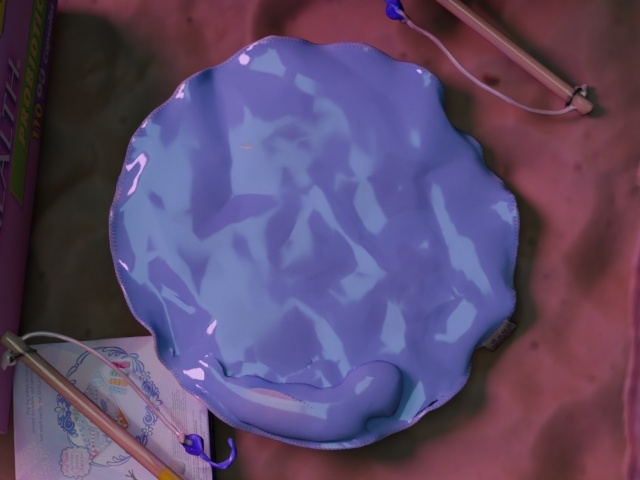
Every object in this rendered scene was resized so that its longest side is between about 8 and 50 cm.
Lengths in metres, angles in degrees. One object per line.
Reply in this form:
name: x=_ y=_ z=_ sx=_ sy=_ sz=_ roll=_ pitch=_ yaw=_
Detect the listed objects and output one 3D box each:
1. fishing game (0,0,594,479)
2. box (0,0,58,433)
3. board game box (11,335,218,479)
fishing game: x=0.000 y=0.000 z=0.796 sx=0.189 sy=0.041 sz=0.264 roll=36 pitch=79 yaw=-1
box: x=-0.256 y=-0.033 z=0.775 sx=0.243 sy=0.117 sz=0.213 roll=3 pitch=81 yaw=11
board game box: x=-0.093 y=0.089 z=0.800 sx=0.090 sy=0.020 sz=0.090 roll=-4 pitch=81 yaw=4
